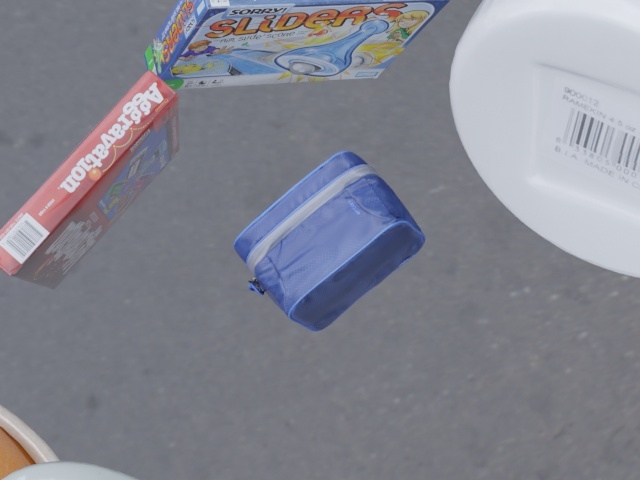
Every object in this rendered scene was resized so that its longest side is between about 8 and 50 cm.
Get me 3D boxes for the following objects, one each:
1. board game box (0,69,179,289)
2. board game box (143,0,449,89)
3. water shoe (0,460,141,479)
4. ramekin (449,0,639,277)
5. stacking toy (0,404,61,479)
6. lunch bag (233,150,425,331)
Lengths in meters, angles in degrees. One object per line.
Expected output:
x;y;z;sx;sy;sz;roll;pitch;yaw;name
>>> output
-0.150;-0.031;1.034;0.027;0.281;0.145;43;85;-1;board game box
-0.019;-0.163;1.187;0.136;0.201;0.035;-43;57;59;board game box
-0.048;0.165;0.551;0.073;0.080;0.203;-35;103;24;water shoe
0.222;-0.101;1.061;0.277;0.135;0.277;26;146;19;ramekin
-0.308;0.137;0.788;0.350;0.480;0.351;0;59;0;stacking toy
0.000;0.000;0.868;0.098;0.067;0.065;-39;68;4;lunch bag
